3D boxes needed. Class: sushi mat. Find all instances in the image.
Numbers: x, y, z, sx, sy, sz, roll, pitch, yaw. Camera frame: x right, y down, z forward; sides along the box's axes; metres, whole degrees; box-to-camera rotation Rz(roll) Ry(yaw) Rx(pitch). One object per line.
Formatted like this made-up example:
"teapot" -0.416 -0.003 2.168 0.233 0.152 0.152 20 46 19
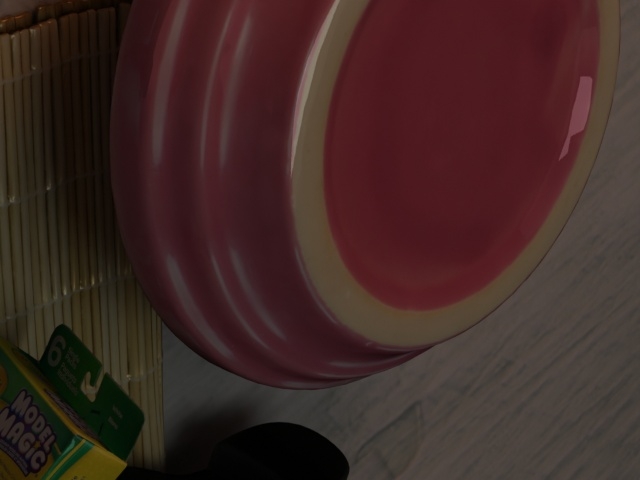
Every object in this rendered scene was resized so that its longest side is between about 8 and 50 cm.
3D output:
"sushi mat" -0.139 0.029 1.007 0.151 0.019 0.316 -23 128 -36

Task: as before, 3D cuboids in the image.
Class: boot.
"boot" -0.092 0.232 1.111 0.263 0.091 0.229 -12 132 -46

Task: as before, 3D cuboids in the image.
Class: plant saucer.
"plant saucer" 0.044 -0.075 0.973 0.332 0.084 0.332 -23 123 -41

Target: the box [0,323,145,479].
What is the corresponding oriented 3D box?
"box" -0.167 0.125 0.943 0.179 0.105 0.043 -50 133 0
